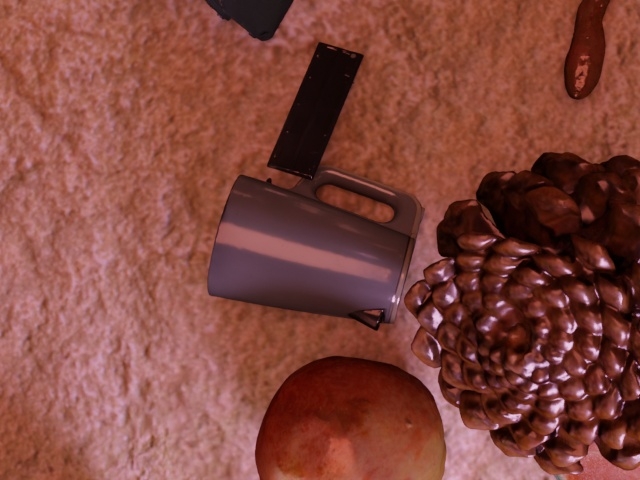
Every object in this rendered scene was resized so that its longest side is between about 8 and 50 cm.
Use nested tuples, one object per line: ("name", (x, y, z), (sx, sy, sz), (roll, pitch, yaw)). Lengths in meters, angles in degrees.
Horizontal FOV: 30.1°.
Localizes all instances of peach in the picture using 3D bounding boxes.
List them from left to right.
("peach", (0.045, 0.243, 1.461), (0.232, 0.256, 0.232), (15, 131, 19))

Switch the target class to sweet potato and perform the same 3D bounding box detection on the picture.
("sweet potato", (0.353, -0.280, 1.530), (0.050, 0.050, 0.214), (15, 85, 9))

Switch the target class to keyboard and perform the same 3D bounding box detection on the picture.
("keyboard", (-0.005, -0.171, 1.556), (0.067, 0.011, 0.202), (17, 66, 11))

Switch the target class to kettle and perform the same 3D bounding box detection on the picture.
("kettle", (0.000, 0.000, 1.530), (0.243, 0.160, 0.210), (14, 59, 3))

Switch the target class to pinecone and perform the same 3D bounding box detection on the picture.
("pinecone", (0.310, 0.059, 1.388), (0.384, 0.384, 0.384), (-1, 86, 8))

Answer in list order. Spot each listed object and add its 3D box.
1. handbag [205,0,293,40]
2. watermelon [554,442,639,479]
("handbag", (-0.057, -0.394, 1.497), (0.079, 0.247, 0.260), (34, 92, 12))
("watermelon", (0.379, 0.291, 1.469), (0.231, 0.128, 0.146), (16, 116, 27))
